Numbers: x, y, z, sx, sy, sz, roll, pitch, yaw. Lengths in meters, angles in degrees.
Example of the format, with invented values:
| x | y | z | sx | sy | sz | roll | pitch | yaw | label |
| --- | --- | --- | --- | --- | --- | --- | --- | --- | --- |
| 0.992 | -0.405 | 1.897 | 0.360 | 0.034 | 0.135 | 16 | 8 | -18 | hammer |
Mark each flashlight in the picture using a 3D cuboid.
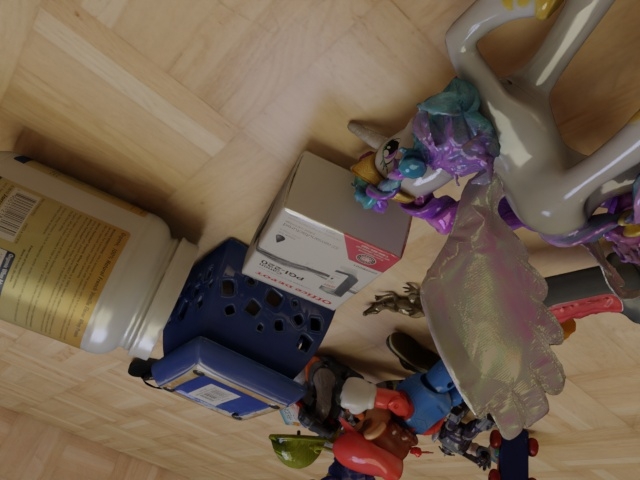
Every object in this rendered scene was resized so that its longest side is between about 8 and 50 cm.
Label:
| x | y | z | sx | sy | sz | roll | pitch | yaw | label |
| --- | --- | --- | --- | --- | --- | --- | --- | --- | --- |
| 0.299 | 0.094 | 0.650 | 0.304 | 0.103 | 0.103 | -13 | 140 | 9 | flashlight |

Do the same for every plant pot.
| x | y | z | sx | sy | sz | roll | pitch | yaw | label |
| --- | --- | --- | --- | --- | --- | --- | --- | --- | --- |
| -0.142 | 0.172 | 0.885 | 0.236 | 0.212 | 0.236 | 32 | 141 | -23 | plant pot |

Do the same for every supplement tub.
| x | y | z | sx | sy | sz | roll | pitch | yaw | label |
| --- | --- | --- | --- | --- | --- | --- | --- | --- | --- |
| -0.366 | 0.031 | 0.764 | 0.316 | 0.228 | 0.228 | 26 | 143 | -14 | supplement tub |

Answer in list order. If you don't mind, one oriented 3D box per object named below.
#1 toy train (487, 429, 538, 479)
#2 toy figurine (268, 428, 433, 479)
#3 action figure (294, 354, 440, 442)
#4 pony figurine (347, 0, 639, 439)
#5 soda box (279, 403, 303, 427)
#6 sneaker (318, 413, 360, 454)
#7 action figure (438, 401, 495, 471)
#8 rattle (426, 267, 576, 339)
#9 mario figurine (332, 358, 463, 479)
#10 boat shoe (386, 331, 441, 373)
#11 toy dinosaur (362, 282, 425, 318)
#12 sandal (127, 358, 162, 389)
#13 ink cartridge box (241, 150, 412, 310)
| x | y | z | sx | sy | sz | roll | pitch | yaw | label |
| --- | --- | --- | --- | --- | --- | --- | --- | --- | --- |
| 0.427 | 0.569 | 1.181 | 0.105 | 0.248 | 0.143 | 11 | 148 | 6 | toy train |
| 0.052 | 0.516 | 1.051 | 0.362 | 0.217 | 0.191 | 21 | 164 | -42 | toy figurine |
| 0.070 | 0.336 | 1.123 | 0.330 | 0.179 | 0.341 | 21 | 171 | 4 | action figure |
| 0.200 | -0.051 | 0.462 | 0.351 | 0.302 | 0.363 | 53 | 143 | 4 | pony figurine |
| -0.069 | 0.421 | 1.318 | 0.062 | 0.058 | 0.183 | 6 | 142 | 12 | soda box |
| 0.098 | 0.473 | 1.317 | 0.281 | 0.105 | 0.115 | -24 | 114 | 33 | sneaker |
| 0.307 | 0.420 | 1.139 | 0.185 | 0.099 | 0.285 | 22 | 140 | 14 | action figure |
| 0.270 | 0.094 | 0.760 | 0.142 | 0.130 | 0.200 | -28 | 99 | 27 | rattle |
| 0.146 | 0.273 | 0.908 | 0.198 | 0.320 | 0.170 | 51 | 180 | -2 | mario figurine |
| 0.172 | 0.223 | 0.971 | 0.152 | 0.056 | 0.049 | 36 | 134 | -27 | boat shoe |
| 0.156 | 0.112 | 0.849 | 0.183 | 0.053 | 0.092 | 8 | 159 | 22 | toy dinosaur |
| -0.405 | 0.365 | 1.367 | 0.254 | 0.054 | 0.097 | 4 | 142 | 15 | sandal |
| 0.000 | 0.000 | 0.690 | 0.158 | 0.092 | 0.218 | 24 | 151 | -11 | ink cartridge box |
